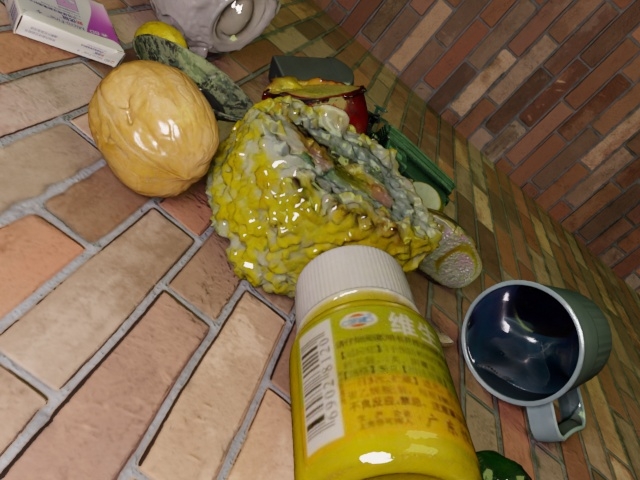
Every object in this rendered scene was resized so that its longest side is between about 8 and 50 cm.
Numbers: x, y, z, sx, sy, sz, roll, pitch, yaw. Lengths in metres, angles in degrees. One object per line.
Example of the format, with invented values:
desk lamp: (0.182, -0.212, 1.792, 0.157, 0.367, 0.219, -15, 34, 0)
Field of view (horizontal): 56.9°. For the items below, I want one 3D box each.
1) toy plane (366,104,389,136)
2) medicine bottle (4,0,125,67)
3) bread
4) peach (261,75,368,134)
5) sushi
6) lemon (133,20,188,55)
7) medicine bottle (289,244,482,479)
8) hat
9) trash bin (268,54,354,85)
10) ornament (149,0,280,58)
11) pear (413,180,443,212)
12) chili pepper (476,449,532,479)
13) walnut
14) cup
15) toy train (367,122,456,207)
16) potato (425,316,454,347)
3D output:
toy plane: (0.121, -0.397, 1.912, 0.155, 0.107, 0.381, 38, 28, 26)
medicine bottle: (-0.496, -0.424, 1.137, 0.201, 0.052, 0.171, 9, 42, -46)
bread: (0.293, -0.006, 1.510, 0.260, 0.158, 0.156, 33, 25, -26)
peach: (-0.021, -0.284, 1.441, 0.257, 0.202, 0.362, -4, 24, -10)
sushi: (-0.008, -0.075, 1.078, 0.396, 0.240, 0.352, 18, 39, -34)
lemon: (-0.341, -0.410, 1.268, 0.133, 0.109, 0.109, 53, 27, 6)
medicine bottle: (0.065, 0.194, 0.814, 0.224, 0.224, 0.385, 30, 28, -26)
hat: (-0.264, -0.269, 1.140, 0.265, 0.128, 0.266, 34, 22, -16)
trash bin: (-0.019, -0.461, 1.721, 0.236, 0.101, 0.177, -2, 47, -21)
ornament: (-0.269, -0.644, 1.462, 0.337, 0.337, 0.337, 33, 28, -20)
pear: (0.272, -0.088, 1.650, 0.141, 0.141, 0.104, 58, -11, 28)
chili pepper: (0.318, 0.442, 0.920, 0.148, 0.116, 0.265, 19, 34, -35)
walnut: (-0.261, -0.178, 0.938, 0.226, 0.193, 0.193, 46, 25, 22)
cup: (0.526, 0.251, 1.339, 0.311, 0.257, 0.331, 8, 41, -52)
toy train: (0.256, -0.189, 1.765, 0.330, 0.138, 0.178, 39, 36, -14)
potato: (0.245, 0.208, 1.265, 0.037, 0.036, 0.093, -16, 34, -20)
